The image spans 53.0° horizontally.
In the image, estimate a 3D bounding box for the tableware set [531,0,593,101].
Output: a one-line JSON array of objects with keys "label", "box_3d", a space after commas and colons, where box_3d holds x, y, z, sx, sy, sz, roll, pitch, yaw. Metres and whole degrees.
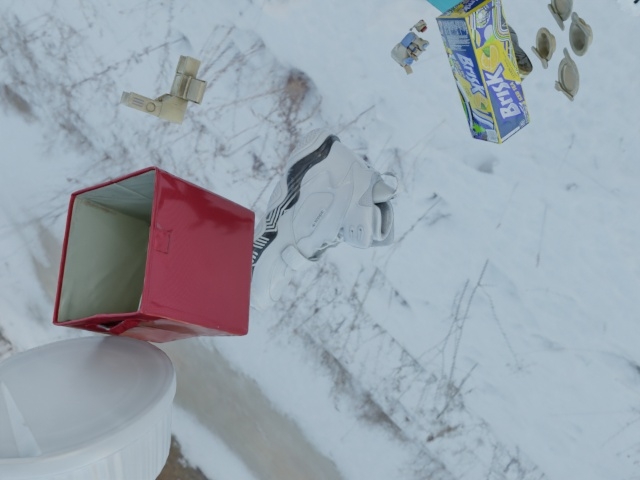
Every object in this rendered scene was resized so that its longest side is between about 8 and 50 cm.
[{"label": "tableware set", "box_3d": [0.373, -0.309, 0.990, 0.169, 0.020, 0.141, 84, 171, -55]}]

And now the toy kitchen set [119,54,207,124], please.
[{"label": "toy kitchen set", "box_3d": [-0.189, -0.191, 0.786, 0.068, 0.075, 0.083, 29, 102, 53]}]

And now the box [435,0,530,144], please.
[{"label": "box", "box_3d": [0.201, -0.206, 0.783, 0.054, 0.059, 0.169, 30, 151, 54]}]

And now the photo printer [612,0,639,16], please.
[{"label": "photo printer", "box_3d": [0.675, -0.594, 1.214, 0.107, 0.308, 0.256, 28, 154, 0]}]

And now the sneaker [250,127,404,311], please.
[{"label": "sneaker", "box_3d": [0.000, 0.000, 1.161, 0.210, 0.137, 0.366, 30, 104, 22]}]

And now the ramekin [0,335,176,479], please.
[{"label": "ramekin", "box_3d": [-0.312, 0.237, 0.798, 0.272, 0.272, 0.127, 18, 119, 43]}]

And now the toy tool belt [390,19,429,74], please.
[{"label": "toy tool belt", "box_3d": [0.164, -0.332, 1.107, 0.051, 0.052, 0.083, 48, 118, 6]}]

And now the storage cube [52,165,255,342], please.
[{"label": "storage cube", "box_3d": [-0.222, 0.031, 0.888, 0.183, 0.215, 0.193, -11, 158, 34]}]

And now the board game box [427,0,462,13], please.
[{"label": "board game box", "box_3d": [0.258, -0.461, 0.781, 0.079, 0.254, 0.336, 33, 167, -11]}]

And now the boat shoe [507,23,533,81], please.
[{"label": "boat shoe", "box_3d": [0.291, -0.305, 1.033, 0.049, 0.056, 0.152, 121, 151, -45]}]
